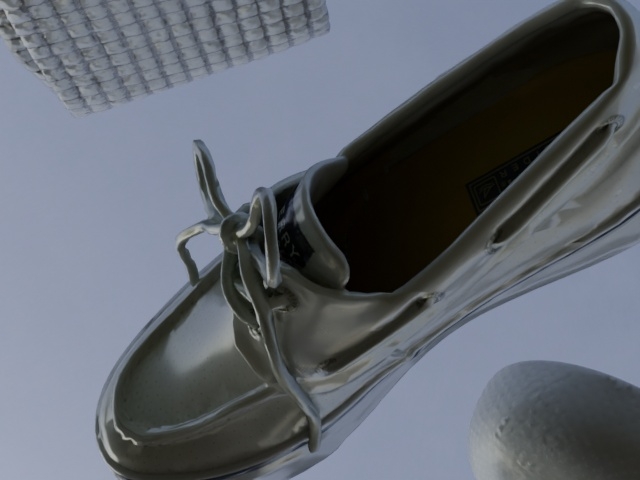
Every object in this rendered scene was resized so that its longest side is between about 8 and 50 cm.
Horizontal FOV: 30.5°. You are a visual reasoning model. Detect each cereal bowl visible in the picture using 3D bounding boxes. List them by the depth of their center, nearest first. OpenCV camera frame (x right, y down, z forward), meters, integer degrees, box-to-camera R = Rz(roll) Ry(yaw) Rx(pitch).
[{"bbox_3d":[0.313,0.297,1.358,0.339,0.339,0.141,36,-118,2],"label":"cereal bowl"}]

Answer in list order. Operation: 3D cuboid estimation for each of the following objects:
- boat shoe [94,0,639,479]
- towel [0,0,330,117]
[{"bbox_3d":[0.004,0.006,0.554,0.367,0.156,0.136,-31,-123,20],"label":"boat shoe"},{"bbox_3d":[-0.126,-0.215,0.829,0.235,0.284,0.121,-16,-110,2],"label":"towel"}]
